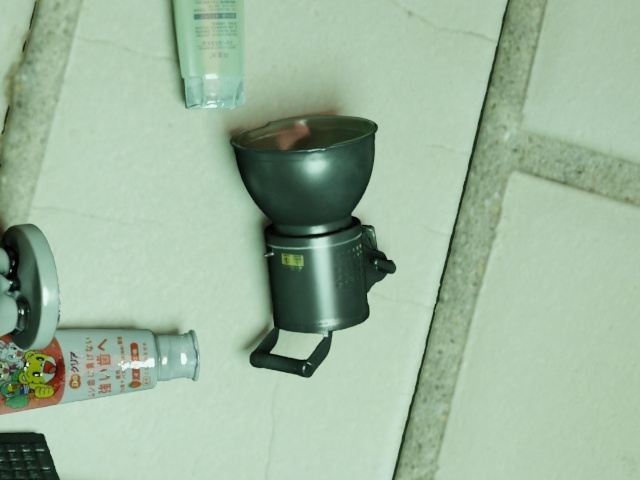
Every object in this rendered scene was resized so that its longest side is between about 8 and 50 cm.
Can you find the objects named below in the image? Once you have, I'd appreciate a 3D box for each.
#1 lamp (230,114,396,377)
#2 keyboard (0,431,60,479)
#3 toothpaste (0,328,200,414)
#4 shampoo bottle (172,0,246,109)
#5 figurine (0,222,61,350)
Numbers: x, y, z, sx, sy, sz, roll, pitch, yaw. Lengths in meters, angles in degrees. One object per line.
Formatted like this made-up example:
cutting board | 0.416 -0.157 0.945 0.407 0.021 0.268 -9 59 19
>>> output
lamp | 0.000 0.000 1.671 0.172 0.147 0.227 -24 114 -46
keyboard | -0.392 0.206 1.511 0.310 0.101 0.018 1 119 -24
toothpaste | -0.235 0.119 1.606 0.234 0.057 0.089 -4 93 -15
shampoo bottle | -0.111 -0.233 1.636 0.072 0.049 0.212 -3 94 -28
figurine | -0.364 0.038 1.488 0.236 0.133 0.176 -7 72 -31
